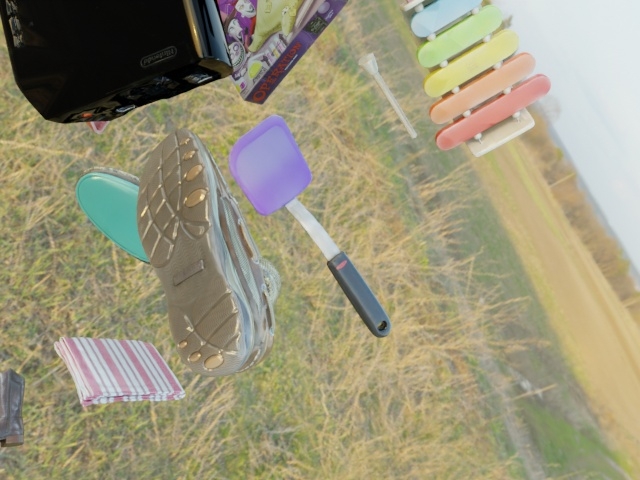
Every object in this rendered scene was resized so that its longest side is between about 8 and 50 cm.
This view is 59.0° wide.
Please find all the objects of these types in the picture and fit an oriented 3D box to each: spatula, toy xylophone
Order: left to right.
[{"bbox_3d":[0.000,0.000,0.656,0.297,0.084,0.030,55,-13,-13],"label":"spatula"},{"bbox_3d":[0.213,-0.271,0.917,0.322,0.236,0.081,42,22,-33],"label":"toy xylophone"}]

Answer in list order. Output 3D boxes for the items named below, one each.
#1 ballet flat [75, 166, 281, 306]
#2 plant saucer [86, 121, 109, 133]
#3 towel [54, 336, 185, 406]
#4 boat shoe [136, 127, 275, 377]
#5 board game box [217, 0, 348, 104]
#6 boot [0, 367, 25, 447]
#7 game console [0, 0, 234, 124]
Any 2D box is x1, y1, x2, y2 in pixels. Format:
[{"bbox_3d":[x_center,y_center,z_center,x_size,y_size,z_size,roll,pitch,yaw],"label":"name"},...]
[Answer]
[{"bbox_3d":[-0.294,-0.002,1.232,0.482,0.164,0.182,33,18,1],"label":"ballet flat"},{"bbox_3d":[-0.335,-0.340,0.844,0.259,0.047,0.259,85,17,-51],"label":"plant saucer"},{"bbox_3d":[-0.342,0.224,0.972,0.197,0.029,0.144,18,20,-51],"label":"towel"},{"bbox_3d":[-0.139,0.013,0.707,0.116,0.123,0.325,23,47,-60],"label":"boat shoe"},{"bbox_3d":[-0.044,-0.393,0.815,0.056,0.347,0.208,2,53,-51],"label":"board game box"},{"bbox_3d":[-0.484,0.242,0.826,0.106,0.037,0.114,30,39,-53],"label":"boot"},{"bbox_3d":[-0.037,-0.215,0.315,0.044,0.361,0.213,-2,76,-74],"label":"game console"}]
